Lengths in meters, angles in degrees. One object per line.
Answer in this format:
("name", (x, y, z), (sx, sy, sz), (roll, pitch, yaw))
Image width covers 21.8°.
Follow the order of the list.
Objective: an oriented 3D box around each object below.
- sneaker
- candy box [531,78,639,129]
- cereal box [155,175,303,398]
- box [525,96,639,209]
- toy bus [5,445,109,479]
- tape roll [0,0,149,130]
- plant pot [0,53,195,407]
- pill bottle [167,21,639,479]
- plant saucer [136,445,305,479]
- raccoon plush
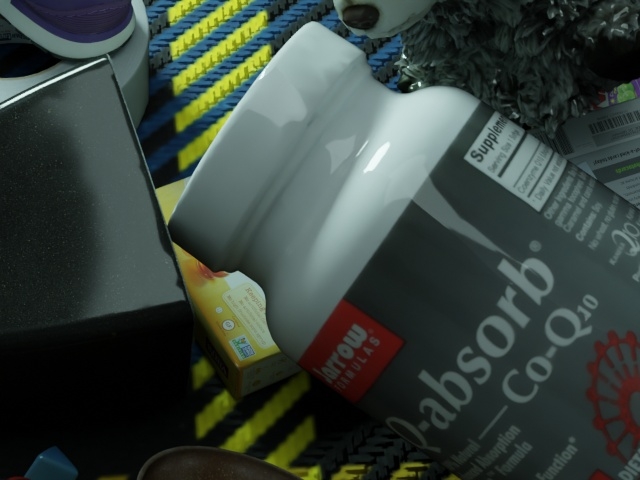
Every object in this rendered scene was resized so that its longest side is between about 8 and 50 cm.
("sneaker", (-0.260, -0.258, 1.288), (0.283, 0.124, 0.107), (27, 52, 16))
("candy box", (0.225, -0.115, 1.313), (0.105, 0.027, 0.206), (11, 80, 3))
("cereal box", (0.000, 0.000, 1.244), (0.240, 0.047, 0.173), (-23, 58, -23))
("box", (0.216, -0.003, 1.234), (0.145, 0.038, 0.186), (-18, 75, -20))
("toy bus", (-0.153, 0.227, 1.004), (0.202, 0.191, 0.104), (38, 102, 23))
("tape roll", (-0.246, -0.144, 1.323), (0.219, 0.072, 0.219), (3, 50, -4))
("plant pot", (-0.191, 0.016, 1.103), (0.167, 0.187, 0.188), (-17, 73, -11))
("pill bottle", (0.096, 0.032, 1.071), (0.363, 0.210, 0.210), (34, 54, 2))
("plant saucer", (-0.032, 0.202, 1.032), (0.199, 0.036, 0.198), (27, 18, -10))
("raccoon plush", (0.103, -0.285, 1.208), (0.216, 0.299, 0.446), (-18, 39, 26))
